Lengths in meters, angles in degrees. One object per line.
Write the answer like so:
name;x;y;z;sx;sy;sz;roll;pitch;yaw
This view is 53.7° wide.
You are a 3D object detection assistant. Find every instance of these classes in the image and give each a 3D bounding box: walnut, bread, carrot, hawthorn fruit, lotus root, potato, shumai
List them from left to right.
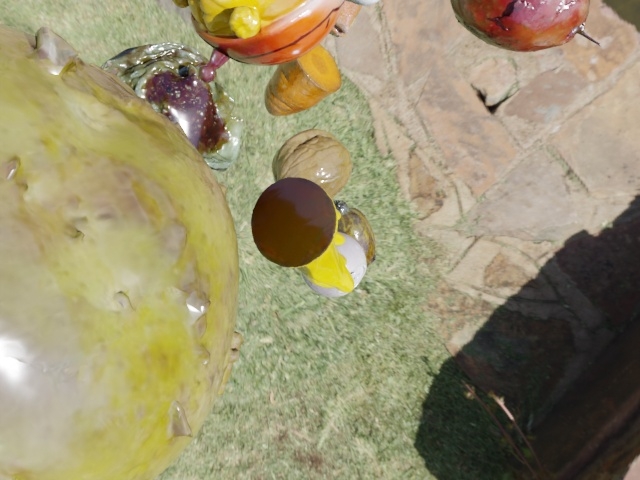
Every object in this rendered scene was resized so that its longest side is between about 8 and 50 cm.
potato;-0.258;0.022;0.520;0.385;0.319;0.442;-40;97;-7
shumai;-0.355;-0.273;1.467;0.330;0.292;0.288;-9;66;-23
carrot;-0.071;-0.399;1.617;0.159;0.225;0.159;20;58;-36
walnut;-0.022;-0.198;1.755;0.228;0.228;0.227;0;90;-8
bread;0.071;-0.716;1.865;0.123;0.190;0.244;29;118;-14
lotus root;0.078;-0.014;1.640;0.120;0.120;0.209;-32;114;-7
hawthorn fruit;0.303;-0.350;0.893;0.235;0.181;0.181;35;85;11

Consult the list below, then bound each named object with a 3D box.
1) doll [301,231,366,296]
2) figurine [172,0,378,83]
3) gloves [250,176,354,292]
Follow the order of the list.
doll;-0.031;0.001;1.400;0.287;0.151;0.151;41;84;23
figurine;-0.044;-0.349;0.834;0.323;0.320;0.196;-32;134;-22
gloves;0.000;-0.001;0.951;0.116;0.294;0.133;14;84;16
